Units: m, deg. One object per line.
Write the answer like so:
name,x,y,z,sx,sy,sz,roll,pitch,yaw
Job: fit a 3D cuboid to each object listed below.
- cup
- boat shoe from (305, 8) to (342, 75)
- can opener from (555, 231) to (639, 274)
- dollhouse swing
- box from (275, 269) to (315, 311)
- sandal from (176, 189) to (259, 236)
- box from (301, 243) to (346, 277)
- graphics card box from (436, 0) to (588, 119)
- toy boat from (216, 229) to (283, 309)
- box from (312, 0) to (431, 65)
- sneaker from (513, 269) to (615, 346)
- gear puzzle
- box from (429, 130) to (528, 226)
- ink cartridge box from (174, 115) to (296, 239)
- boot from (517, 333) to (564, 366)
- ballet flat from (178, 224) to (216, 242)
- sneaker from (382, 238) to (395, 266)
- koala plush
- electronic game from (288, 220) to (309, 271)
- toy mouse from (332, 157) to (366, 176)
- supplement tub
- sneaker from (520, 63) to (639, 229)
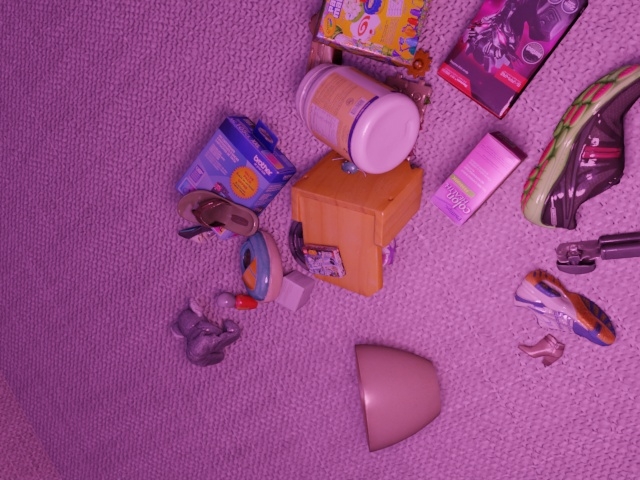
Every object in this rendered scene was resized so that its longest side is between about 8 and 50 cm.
cup,0.245,0.479,1.922,0.236,0.331,0.331,-8,98,-1
boat shoe,0.013,-0.658,1.874,0.110,0.121,0.341,14,107,20
can opener,0.807,0.037,1.702,0.283,0.076,0.095,-7,130,24
dollhouse swing,0.124,-0.058,1.898,0.346,0.315,0.305,17,139,37
box,-0.087,0.173,2.095,0.087,0.101,0.102,28,112,16
sandal,-0.345,-0.090,2.003,0.302,0.086,0.120,15,107,20
box,0.010,0.062,1.873,0.137,0.027,0.094,6,123,43
graphics card box,0.523,-0.553,1.685,0.232,0.094,0.371,40,112,12
toy boat,-0.245,0.136,2.100,0.318,0.148,0.268,-58,37,37
box,0.151,-0.670,1.709,0.279,0.177,0.290,15,102,-9
sneaker,0.702,0.214,1.768,0.296,0.112,0.131,39,130,14
gear puzzle,0.253,-0.415,1.862,0.175,0.044,0.339,24,106,28
box,0.450,-0.179,1.725,0.117,0.213,0.243,43,114,10
ink cartridge box,-0.273,-0.234,2.074,0.270,0.151,0.395,47,113,9
boot,0.666,0.318,1.828,0.118,0.042,0.087,31,105,14
ballet flat,-0.432,-0.029,2.227,0.203,0.074,0.074,-18,93,24
sneaker,0.196,-0.022,1.940,0.095,0.104,0.237,-8,77,36
koala plush,-0.451,0.334,2.254,0.221,0.203,0.196,47,115,22
electronic game,0.000,0.000,2.051,0.229,0.048,0.230,2,96,20
toy mouse,0.119,-0.242,1.854,0.160,0.143,0.031,-15,128,3
supplement tub,0.100,-0.366,1.783,0.331,0.241,0.241,41,116,39
sneaker,0.728,-0.242,1.636,0.202,0.185,0.483,25,114,-2
